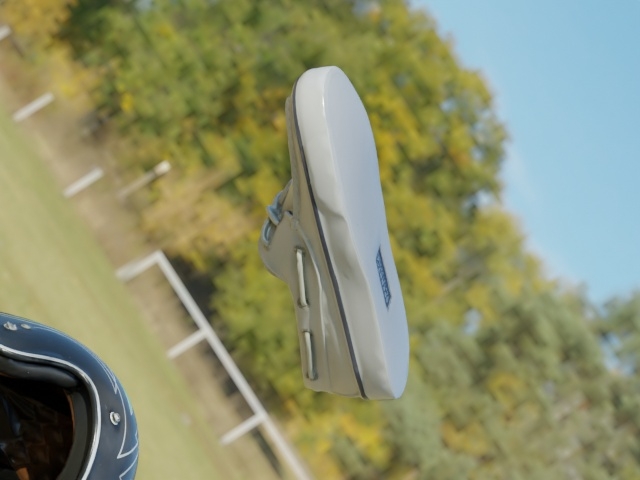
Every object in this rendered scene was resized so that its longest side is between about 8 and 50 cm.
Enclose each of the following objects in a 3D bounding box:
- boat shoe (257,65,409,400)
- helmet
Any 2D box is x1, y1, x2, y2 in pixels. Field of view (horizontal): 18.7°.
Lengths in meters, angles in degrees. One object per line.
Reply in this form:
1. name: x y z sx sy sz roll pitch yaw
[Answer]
1. boat shoe: 0.000 0.000 1.385 0.096 0.088 0.267 -71 153 -50
2. helmet: -0.201 0.131 1.279 0.161 0.169 0.169 33 2 -14
